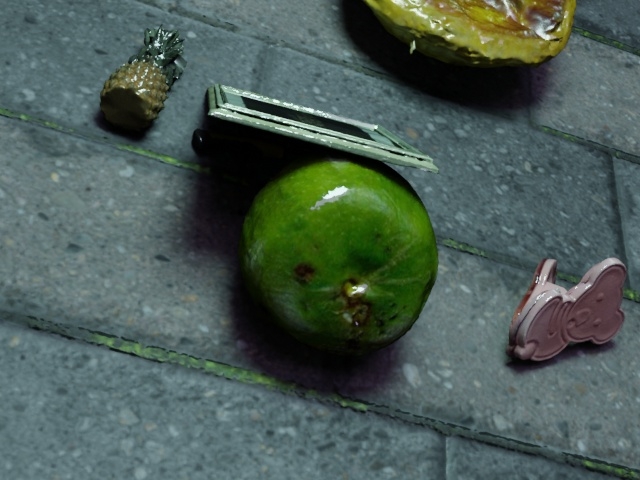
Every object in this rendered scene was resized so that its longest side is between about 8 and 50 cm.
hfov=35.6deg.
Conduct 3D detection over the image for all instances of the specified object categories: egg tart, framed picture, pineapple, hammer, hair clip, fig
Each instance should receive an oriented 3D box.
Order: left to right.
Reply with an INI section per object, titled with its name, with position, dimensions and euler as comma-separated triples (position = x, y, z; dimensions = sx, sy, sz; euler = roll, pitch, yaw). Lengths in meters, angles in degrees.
[pineapple]
position = -0.196, -0.192, 1.141
dimensions = 0.074, 0.074, 0.159
euler = 23, 42, -5
[hammer]
position = -0.051, -0.109, 1.166
dimensions = 0.201, 0.021, 0.078
euler = 7, 52, -20
[framed picture]
position = -0.010, -0.128, 1.075
dimensions = 0.231, 0.018, 0.293
euler = 14, 11, -10
[fig]
position = 0.000, 0.000, 1.041
dimensions = 0.203, 0.203, 0.235
euler = 5, 11, -20
[egg tart]
position = 0.175, -0.347, 1.362
dimensions = 0.352, 0.153, 0.339
euler = 26, 53, 2
[hair clip]
position = 0.275, 0.083, 1.107
dimensions = 0.102, 0.123, 0.138
euler = 14, 38, 25
